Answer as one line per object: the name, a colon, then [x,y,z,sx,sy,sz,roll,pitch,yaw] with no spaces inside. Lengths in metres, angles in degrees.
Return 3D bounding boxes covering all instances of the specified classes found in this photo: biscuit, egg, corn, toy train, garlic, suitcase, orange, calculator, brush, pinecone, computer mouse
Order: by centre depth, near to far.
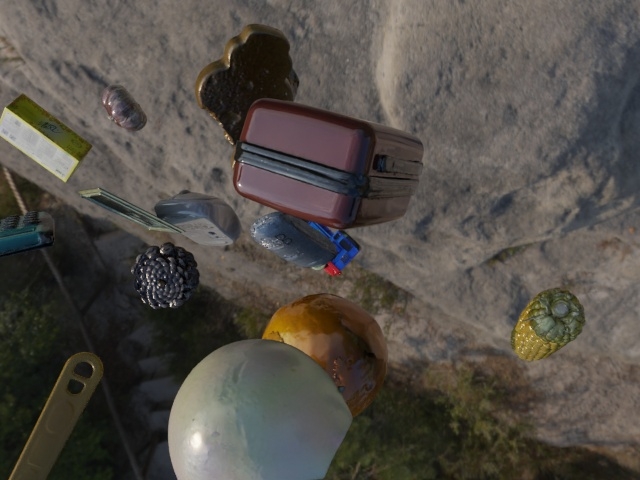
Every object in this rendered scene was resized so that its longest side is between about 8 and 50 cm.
brush: [-0.303,0.244,0.608,0.103,0.272,0.013,28,160,-15]
egg: [-0.112,0.246,0.773,0.271,0.162,0.206,-28,84,15]
suitcase: [0.023,-0.121,0.940,0.236,0.297,0.161,19,102,23]
corn: [0.388,0.154,1.025,0.091,0.091,0.260,25,163,14]
orange: [0.005,0.220,1.110,0.246,0.246,0.246,4,126,6]
biscuit: [-0.140,-0.256,1.122,0.183,0.047,0.320,-13,137,-11]
pinecone: [-0.314,0.070,1.206,0.140,0.121,0.140,0,93,4]
calculator: [-0.839,-0.017,1.566,0.248,0.274,0.058,-13,110,-19]
toy train: [0.000,0.000,1.567,0.204,0.083,0.131,44,96,5]
computer mouse: [-0.341,-0.078,1.698,0.184,0.121,0.297,-2,158,26]
garlic: [-0.624,-0.412,1.852,0.102,0.147,0.159,-40,105,-12]

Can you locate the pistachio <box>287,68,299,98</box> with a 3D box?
pistachio: [-0.140,-0.462,1.840,0.165,0.131,0.210,-5,143,-33]

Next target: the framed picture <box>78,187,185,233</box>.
framed picture: [-0.493,-0.071,1.506,0.232,0.019,0.296,29,168,-28]

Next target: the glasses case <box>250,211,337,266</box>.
glasses case: [-0.057,0.003,1.391,0.109,0.067,0.282,-20,151,22]

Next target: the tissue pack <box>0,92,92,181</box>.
tissue pack: [-0.595,-0.220,1.268,0.176,0.062,0.095,37,135,-17]
